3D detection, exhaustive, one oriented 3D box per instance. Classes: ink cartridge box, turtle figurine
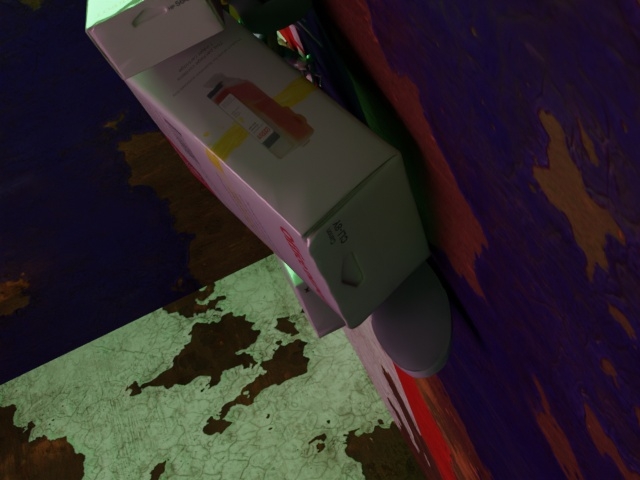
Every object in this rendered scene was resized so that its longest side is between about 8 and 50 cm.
[{"bbox_3d":[-0.208,-0.309,1.253,0.086,0.148,0.203,57,-167,-39],"label":"ink cartridge box"},{"bbox_3d":[-0.052,-0.100,1.314,0.384,0.160,0.279,43,171,29],"label":"ink cartridge box"},{"bbox_3d":[-0.075,-0.309,1.479,0.175,0.118,0.234,79,170,-74],"label":"turtle figurine"}]

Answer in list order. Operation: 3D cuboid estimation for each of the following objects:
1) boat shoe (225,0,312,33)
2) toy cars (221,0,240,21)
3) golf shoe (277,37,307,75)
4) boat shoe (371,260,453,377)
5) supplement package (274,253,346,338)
[{"bbox_3d":[-0.092,-0.384,1.211,0.367,0.135,0.157,33,-147,-79],"label":"boat shoe"},{"bbox_3d":[-0.124,-0.314,1.630,0.176,0.087,0.394,139,116,-71],"label":"toy cars"},{"bbox_3d":[-0.065,-0.302,1.694,0.176,0.069,0.086,-173,65,-82],"label":"golf shoe"},{"bbox_3d":[0.114,0.076,1.411,0.105,0.113,0.306,59,-176,-48],"label":"boat shoe"},{"bbox_3d":[0.000,0.000,1.879,0.175,0.177,0.293,69,175,-49],"label":"supplement package"}]
